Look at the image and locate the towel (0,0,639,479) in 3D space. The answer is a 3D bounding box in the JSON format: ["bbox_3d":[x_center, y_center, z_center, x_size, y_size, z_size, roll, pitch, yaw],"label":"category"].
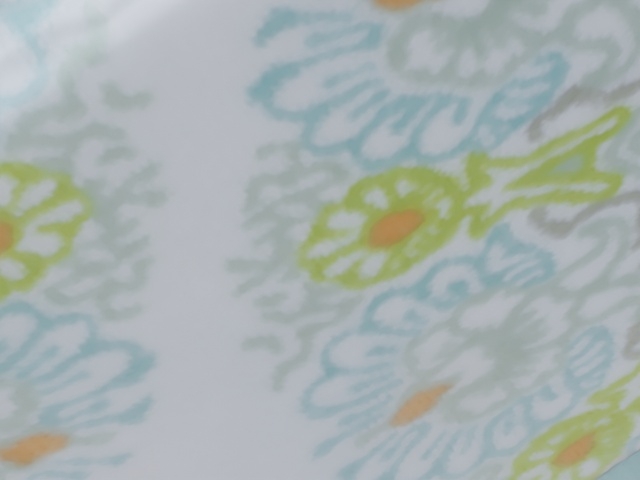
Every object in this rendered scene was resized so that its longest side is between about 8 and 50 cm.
[{"bbox_3d":[0.000,0.000,0.537,0.374,0.320,0.090,-35,52,6],"label":"towel"}]
